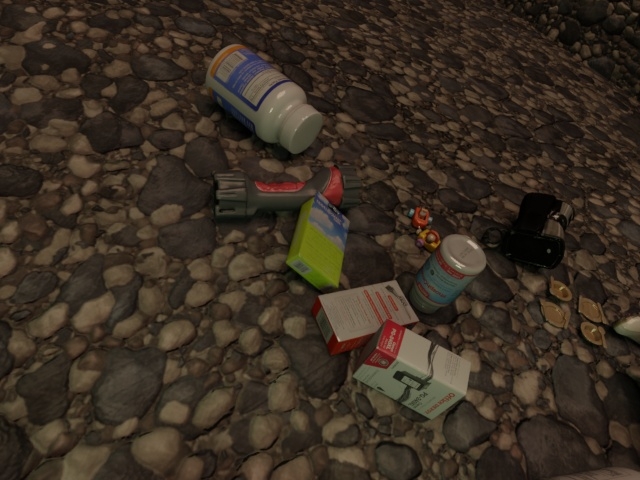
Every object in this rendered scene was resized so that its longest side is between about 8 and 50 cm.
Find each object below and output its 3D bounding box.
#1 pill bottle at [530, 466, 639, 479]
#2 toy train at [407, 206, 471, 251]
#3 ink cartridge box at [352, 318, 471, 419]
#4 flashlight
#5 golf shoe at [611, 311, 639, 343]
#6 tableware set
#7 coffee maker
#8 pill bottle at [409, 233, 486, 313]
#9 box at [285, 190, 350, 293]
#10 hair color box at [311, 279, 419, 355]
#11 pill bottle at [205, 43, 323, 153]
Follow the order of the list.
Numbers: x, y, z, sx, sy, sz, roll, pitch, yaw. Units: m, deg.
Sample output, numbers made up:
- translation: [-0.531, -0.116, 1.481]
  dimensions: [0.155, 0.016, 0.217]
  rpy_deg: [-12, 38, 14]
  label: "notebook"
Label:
- translation: [0.382, 0.399, 0.571]
  dimensions: [0.283, 0.160, 0.160]
  rpy_deg: [3, 50, -19]
  label: "pill bottle"
- translation: [0.277, -0.021, 0.976]
  dimensions: [0.166, 0.046, 0.125]
  rpy_deg: [26, 47, 2]
  label: "toy train"
- translation: [0.144, 0.207, 0.680]
  dimensions: [0.150, 0.109, 0.063]
  rpy_deg: [28, 45, 3]
  label: "ink cartridge box"
- translation: [-0.069, -0.109, 0.883]
  dimensions: [0.304, 0.103, 0.103]
  rpy_deg: [-2, 25, -22]
  label: "flashlight"
- translation: [0.733, 0.207, 0.941]
  dimensions: [0.186, 0.067, 0.086]
  rpy_deg: [9, 49, -14]
  label: "golf shoe"
- translation: [0.566, 0.158, 0.952]
  dimensions: [0.168, 0.020, 0.141]
  rpy_deg: [29, 47, 4]
  label: "tableware set"
- translation: [0.508, -0.038, 1.031]
  dimensions: [0.171, 0.120, 0.178]
  rpy_deg: [33, 46, 10]
  label: "coffee maker"
- translation: [0.230, 0.068, 0.800]
  dimensions: [0.087, 0.160, 0.087]
  rpy_deg: [11, 47, -12]
  label: "pill bottle"
- translation: [0.000, 0.000, 0.821]
  dimensions: [0.109, 0.042, 0.178]
  rpy_deg: [41, 39, -26]
  label: "box"
- translation: [0.079, 0.134, 0.759]
  dimensions: [0.167, 0.053, 0.093]
  rpy_deg: [-8, 53, -26]
  label: "hair color box"
- translation: [-0.129, -0.328, 1.013]
  dimensions: [0.272, 0.152, 0.152]
  rpy_deg: [41, 48, 15]
  label: "pill bottle"
